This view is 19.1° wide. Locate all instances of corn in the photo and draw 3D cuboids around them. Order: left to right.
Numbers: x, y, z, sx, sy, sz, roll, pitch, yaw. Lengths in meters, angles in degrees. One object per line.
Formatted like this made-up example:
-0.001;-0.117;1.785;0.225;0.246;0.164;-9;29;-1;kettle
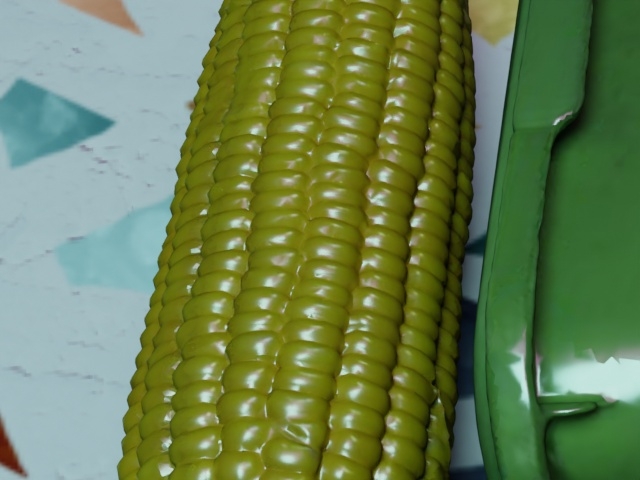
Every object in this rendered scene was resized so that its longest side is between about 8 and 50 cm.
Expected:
0.000;0.000;0.774;0.131;0.131;0.344;6;57;6;corn

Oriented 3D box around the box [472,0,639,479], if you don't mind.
0.166;0.011;0.641;0.177;0.253;0.329;-9;42;19;box
